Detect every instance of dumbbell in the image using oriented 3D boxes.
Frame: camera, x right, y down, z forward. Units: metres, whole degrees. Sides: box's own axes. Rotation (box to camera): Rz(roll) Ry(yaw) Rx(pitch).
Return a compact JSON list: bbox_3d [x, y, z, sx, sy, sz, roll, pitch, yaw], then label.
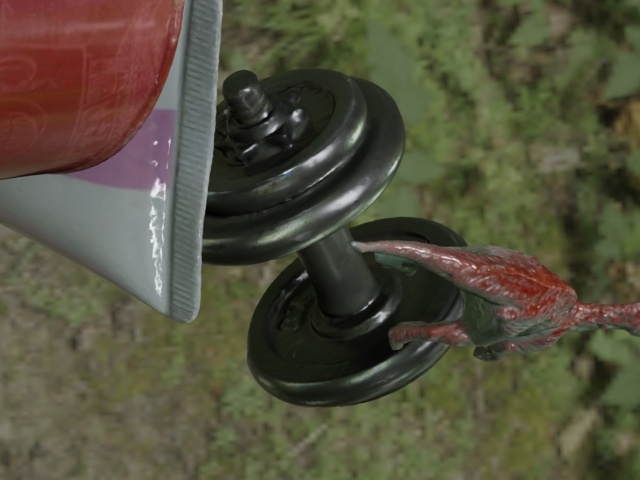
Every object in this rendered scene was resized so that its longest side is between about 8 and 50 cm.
[{"bbox_3d":[0.000,0.000,1.350,0.192,0.192,0.290,-57,132,-37],"label":"dumbbell"}]

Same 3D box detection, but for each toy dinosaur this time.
[{"bbox_3d":[0.106,0.029,1.120,0.242,0.167,0.053,40,50,-57],"label":"toy dinosaur"}]

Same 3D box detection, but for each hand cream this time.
[{"bbox_3d":[-0.199,-0.094,0.990,0.118,0.358,0.185,-25,130,-50],"label":"hand cream"}]

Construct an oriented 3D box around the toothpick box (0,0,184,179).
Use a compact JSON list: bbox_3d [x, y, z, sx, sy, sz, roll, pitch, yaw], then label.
[{"bbox_3d":[-0.241,-0.107,0.734,0.333,0.204,0.204,-11,93,-43],"label":"toothpick box"}]
